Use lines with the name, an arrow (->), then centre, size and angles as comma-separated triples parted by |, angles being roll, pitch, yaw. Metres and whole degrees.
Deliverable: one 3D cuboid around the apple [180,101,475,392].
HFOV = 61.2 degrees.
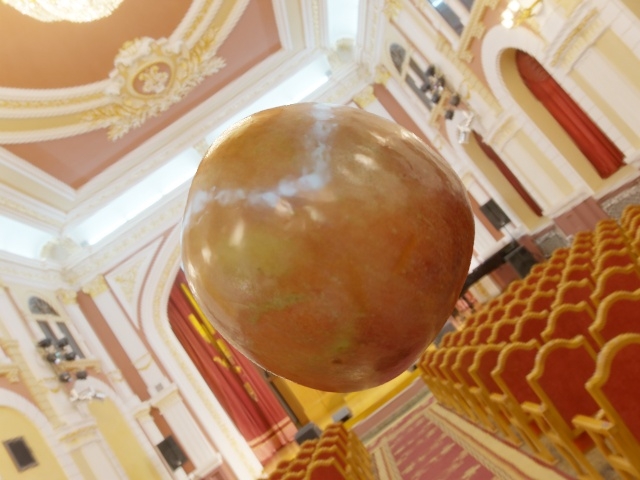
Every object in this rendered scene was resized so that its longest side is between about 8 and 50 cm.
apple -> 0.000, 0.000, 0.466 | 0.253, 0.253, 0.253 | -35, -10, -7
